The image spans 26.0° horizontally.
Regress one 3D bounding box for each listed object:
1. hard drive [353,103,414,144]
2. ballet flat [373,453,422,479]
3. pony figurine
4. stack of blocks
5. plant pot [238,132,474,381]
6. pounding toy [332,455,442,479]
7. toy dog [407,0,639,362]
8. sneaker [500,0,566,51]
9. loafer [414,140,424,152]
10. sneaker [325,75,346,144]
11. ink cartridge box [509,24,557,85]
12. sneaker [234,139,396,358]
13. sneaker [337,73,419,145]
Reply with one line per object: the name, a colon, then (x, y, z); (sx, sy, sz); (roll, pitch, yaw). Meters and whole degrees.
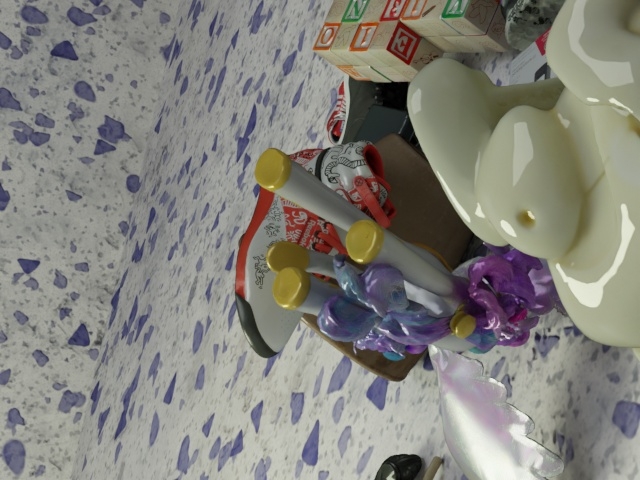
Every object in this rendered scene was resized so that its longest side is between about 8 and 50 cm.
hard drive: (0.070, -0.111, 1.815); (0.094, 0.022, 0.135); (22, 86, 56)
ballet flat: (0.073, 0.316, 1.648); (0.057, 0.049, 0.173); (58, 138, 30)
pony figurine: (0.131, 0.064, 1.348); (0.303, 0.363, 0.351); (-61, 37, 8)
stack of blocks: (0.134, -0.301, 1.802); (0.297, 0.087, 0.171); (10, 73, 55)
plant pot: (0.070, 0.002, 1.666); (0.229, 0.263, 0.263); (-49, 24, 8)
pounding toy: (0.076, 0.314, 1.522); (0.100, 0.141, 0.130); (-59, 38, 32)
toy dog: (0.303, -0.082, 1.020); (0.408, 0.284, 0.395); (-34, 64, 57)
sneaker: (0.282, -0.352, 1.539); (0.293, 0.102, 0.146); (-48, 41, 48)
loafer: (0.108, -0.050, 1.808); (0.223, 0.076, 0.078); (-51, 20, 37)
sneaker: (0.041, -0.204, 2.174); (0.067, 0.042, 0.118); (-95, 22, -56)
ink cartridge box: (0.257, -0.149, 1.517); (0.109, 0.063, 0.150); (-40, 36, 56)
sneaker: (0.000, -0.001, 1.493); (0.145, 0.090, 0.270); (-12, 45, 23)
sneaker: (0.097, -0.186, 1.938); (0.147, 0.104, 0.296); (-2, 73, 64)
